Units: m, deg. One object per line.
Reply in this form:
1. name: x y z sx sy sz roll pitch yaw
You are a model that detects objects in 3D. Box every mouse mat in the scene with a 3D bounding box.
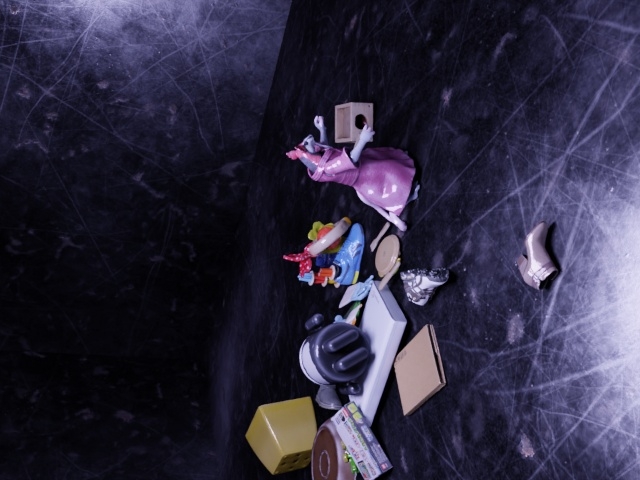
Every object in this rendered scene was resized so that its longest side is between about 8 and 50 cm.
1. mouse mat: 0.093 0.273 2.017 0.152 0.007 0.189 -81 14 -45

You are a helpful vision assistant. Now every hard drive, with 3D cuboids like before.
1. hard drive: 0.151 0.326 1.811 0.233 0.047 0.352 -112 35 -64

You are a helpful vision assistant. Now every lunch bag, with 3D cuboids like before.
1. lunch bag: 0.022 0.063 2.249 0.098 0.065 0.067 156 119 -68

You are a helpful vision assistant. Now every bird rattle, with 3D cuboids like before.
1. bird rattle: 0.000 0.000 2.072 0.207 0.253 0.143 -38 86 39

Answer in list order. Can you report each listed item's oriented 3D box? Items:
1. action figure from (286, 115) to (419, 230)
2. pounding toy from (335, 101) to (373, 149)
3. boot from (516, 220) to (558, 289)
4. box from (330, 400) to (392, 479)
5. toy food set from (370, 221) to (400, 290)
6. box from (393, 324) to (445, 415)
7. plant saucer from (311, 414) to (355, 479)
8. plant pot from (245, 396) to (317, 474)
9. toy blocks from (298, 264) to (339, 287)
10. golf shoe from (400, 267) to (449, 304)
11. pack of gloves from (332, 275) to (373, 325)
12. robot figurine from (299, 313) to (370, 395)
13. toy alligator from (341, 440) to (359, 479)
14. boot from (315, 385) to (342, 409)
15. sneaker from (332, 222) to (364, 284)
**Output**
1. action figure: 0.077 -0.199 1.745 0.248 0.370 0.275 -139 57 -67
2. pounding toy: 0.128 -0.355 2.080 0.181 0.094 0.205 -166 75 -65
3. boot: 0.429 0.034 1.201 0.087 0.042 0.118 -119 39 -49
4. box: 0.113 0.570 1.752 0.207 0.036 0.114 58 143 22
5. toy food set: 0.202 0.047 1.823 0.132 0.039 0.192 -58 26 36
6. box: 0.251 0.336 1.597 0.201 0.021 0.164 120 150 -47
7. plant saucer: 0.032 0.731 2.026 0.311 0.050 0.310 -174 90 -70
8. plant pot: -0.124 0.719 2.249 0.187 0.212 0.212 62 142 38
9. toy blocks: 0.007 0.122 2.150 0.123 0.148 0.054 135 137 -60
10. golf shoe: 0.270 0.117 1.567 0.198 0.077 0.093 164 101 -76
11. pack of gloves: 0.107 0.216 1.956 0.195 0.046 0.232 -61 9 -23
12. robot figurine: 0.037 0.333 1.799 0.278 0.174 0.209 137 144 -66
13. toy alligator: 0.103 0.656 1.858 0.051 0.056 0.189 54 -158 -52
14. boot: 0.037 0.453 2.090 0.190 0.076 0.208 4 80 68
15. sneaker: 0.091 0.043 2.051 0.069 0.082 0.209 -158 78 -71
